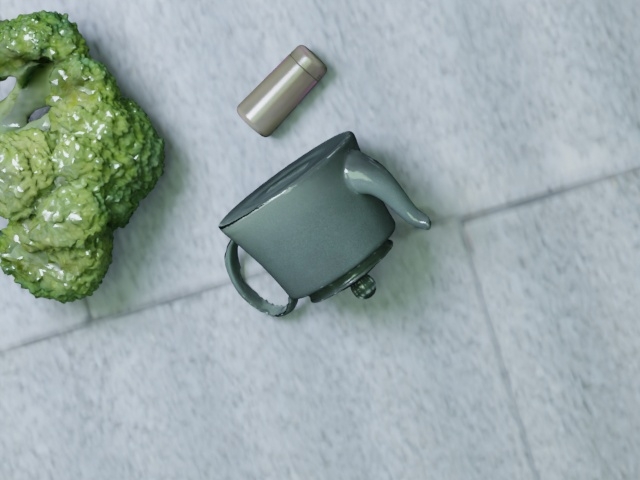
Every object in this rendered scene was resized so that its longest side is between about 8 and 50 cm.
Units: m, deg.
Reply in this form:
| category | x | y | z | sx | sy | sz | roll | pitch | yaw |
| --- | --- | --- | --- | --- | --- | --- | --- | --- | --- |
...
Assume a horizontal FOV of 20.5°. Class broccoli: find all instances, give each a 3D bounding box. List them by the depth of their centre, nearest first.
| category | x | y | z | sx | sy | sz | roll | pitch | yaw |
| --- | --- | --- | --- | --- | --- | --- | --- | --- | --- |
| broccoli | -0.306 | -0.100 | 1.764 | 0.302 | 0.186 | 0.254 | 33 | 108 | -1 |

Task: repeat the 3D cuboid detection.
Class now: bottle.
| category | x | y | z | sx | sy | sz | roll | pitch | yaw |
| --- | --- | --- | --- | --- | --- | --- | --- | --- | --- |
| bottle | -0.038 | -0.151 | 1.788 | 0.045 | 0.045 | 0.096 | 45 | 97 | 4 |

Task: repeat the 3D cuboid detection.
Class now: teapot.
| category | x | y | z | sx | sy | sz | roll | pitch | yaw |
| --- | --- | --- | --- | --- | --- | --- | --- | --- | --- |
| teapot | 0.000 | 0.000 | 1.750 | 0.239 | 0.162 | 0.149 | -31 | 101 | 35 |
